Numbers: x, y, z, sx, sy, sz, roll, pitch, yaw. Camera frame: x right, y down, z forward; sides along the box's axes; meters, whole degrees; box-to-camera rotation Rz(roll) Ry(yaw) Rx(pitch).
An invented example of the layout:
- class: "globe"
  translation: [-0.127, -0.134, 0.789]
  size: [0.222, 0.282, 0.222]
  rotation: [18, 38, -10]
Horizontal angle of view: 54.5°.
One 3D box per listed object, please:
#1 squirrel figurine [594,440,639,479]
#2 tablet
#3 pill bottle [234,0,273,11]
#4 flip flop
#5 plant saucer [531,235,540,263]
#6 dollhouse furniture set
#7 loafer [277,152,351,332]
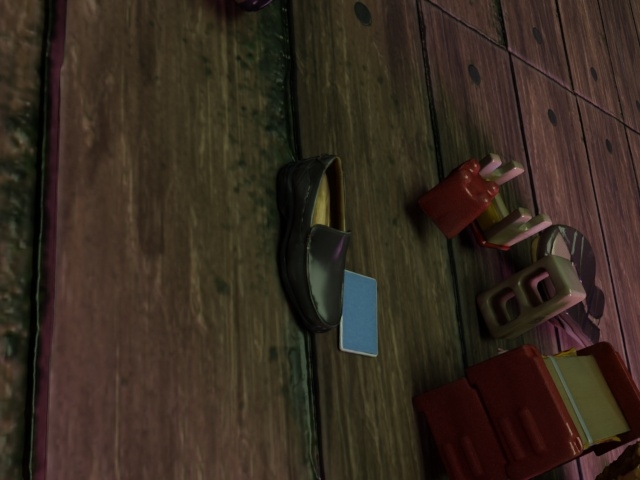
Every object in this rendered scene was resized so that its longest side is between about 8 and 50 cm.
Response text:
- class: "squirrel figurine"
  translation: [0.323, 0.403, 0.646]
  size: [0.370, 0.281, 0.397]
  rotation: [18, 68, -26]
- class: "tablet"
  translation: [0.039, 0.074, 0.636]
  size: [0.054, 0.006, 0.083]
  rotation: [19, 63, -39]
- class: "pill bottle"
  translation: [-0.100, -0.324, 0.550]
  size: [0.219, 0.122, 0.123]
  rotation: [42, 51, -28]
- class: "flip flop"
  translation: [0.350, 0.074, 0.896]
  size: [0.277, 0.080, 0.112]
  rotation: [42, 66, -47]
- class: "plant saucer"
  translation: [0.351, 0.031, 0.953]
  size: [0.083, 0.015, 0.084]
  rotation: [16, 66, -40]
- class: "dollhouse furniture set"
  translation: [0.197, 0.080, 0.721]
  size: [0.201, 0.152, 0.374]
  rotation: [9, 53, -42]
- class: "loafer"
  translation: [0.000, 0.000, 0.582]
  size: [0.062, 0.061, 0.170]
  rotation: [1, 77, -46]
